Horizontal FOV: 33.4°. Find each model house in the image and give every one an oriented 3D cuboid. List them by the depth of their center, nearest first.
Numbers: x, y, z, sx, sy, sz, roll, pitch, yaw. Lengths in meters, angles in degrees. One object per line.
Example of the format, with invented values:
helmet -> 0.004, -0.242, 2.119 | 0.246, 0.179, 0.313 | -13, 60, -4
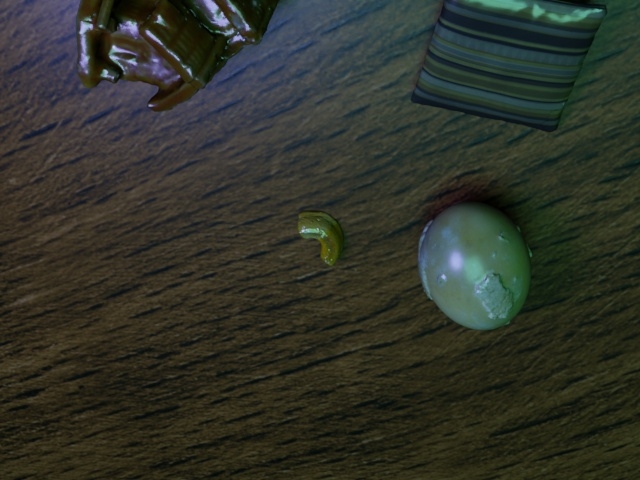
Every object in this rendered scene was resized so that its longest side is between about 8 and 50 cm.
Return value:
model house -> -0.180, -0.300, 1.391 | 0.229, 0.199, 0.220 | 10, 133, 8

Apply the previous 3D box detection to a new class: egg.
egg -> 0.222, 0.038, 1.535 | 0.164, 0.164, 0.202 | -14, 122, 16

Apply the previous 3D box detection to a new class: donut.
donut -> 0.000, 0.000, 1.616 | 0.067, 0.038, 0.083 | 1, 118, 5

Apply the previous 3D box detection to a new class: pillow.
pillow -> 0.243, -0.244, 1.411 | 0.208, 0.052, 0.212 | 12, 137, -2
